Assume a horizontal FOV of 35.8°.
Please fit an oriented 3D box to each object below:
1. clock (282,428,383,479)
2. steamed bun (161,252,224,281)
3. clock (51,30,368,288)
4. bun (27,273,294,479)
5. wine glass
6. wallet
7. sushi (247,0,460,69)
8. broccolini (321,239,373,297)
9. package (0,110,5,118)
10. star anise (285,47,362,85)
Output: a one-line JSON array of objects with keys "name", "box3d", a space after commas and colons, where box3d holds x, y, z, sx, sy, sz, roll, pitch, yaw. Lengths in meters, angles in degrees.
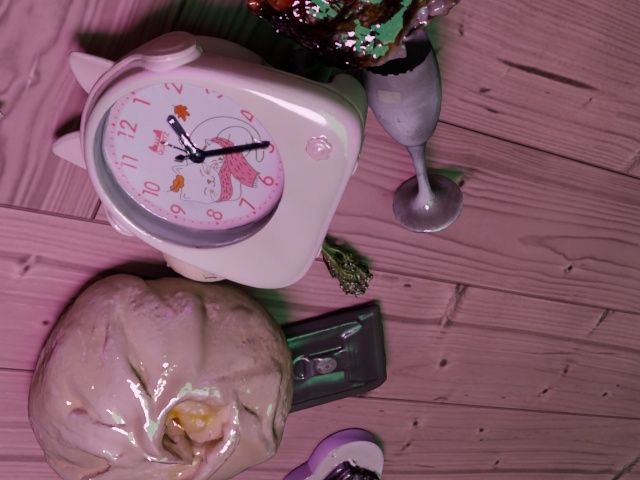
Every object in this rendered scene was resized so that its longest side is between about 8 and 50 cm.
[{"name": "clock", "box3d": [0.035, 0.417, 1.699, 0.198, 0.064, 0.172, -45, 132, 14]}, {"name": "steamed bun", "box3d": [-0.135, -0.004, 1.241, 0.130, 0.091, 0.112, -9, 129, -21]}, {"name": "clock", "box3d": [-0.127, -0.103, 1.086, 0.324, 0.109, 0.265, 21, 128, -5]}, {"name": "bun", "box3d": [-0.195, 0.218, 1.300, 0.365, 0.219, 0.365, -11, 131, -13]}, {"name": "wine glass", "box3d": [0.106, -0.061, 1.178, 0.096, 0.264, 0.309, -2, 147, 13]}, {"name": "wallet", "box3d": [-0.018, 0.190, 1.497, 0.245, 0.052, 0.169, -14, 128, -14]}, {"name": "sushi", "box3d": [0.075, -0.333, 1.010, 0.343, 0.196, 0.182, -47, 140, 14]}, {"name": "broccolini", "box3d": [0.000, 0.000, 1.349, 0.239, 0.054, 0.051, 47, 62, -41]}, {"name": "package", "box3d": [-0.383, -0.139, 1.043, 0.059, 0.029, 0.083, -37, 124, 15]}, {"name": "star anise", "box3d": [-0.030, -0.154, 1.191, 0.204, 0.061, 0.181, -29, 127, -9]}]
